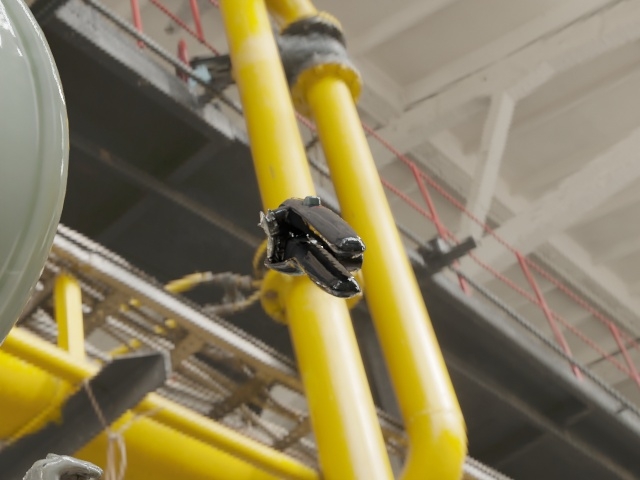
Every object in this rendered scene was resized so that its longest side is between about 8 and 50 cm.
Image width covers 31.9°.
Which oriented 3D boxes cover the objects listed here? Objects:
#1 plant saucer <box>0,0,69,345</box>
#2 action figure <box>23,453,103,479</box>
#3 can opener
[{"bbox_3d":[-0.346,-0.051,0.606,0.401,0.400,0.100,-13,-22,-2],"label":"plant saucer"},{"bbox_3d":[-0.108,0.196,0.547,0.276,0.141,0.164,-7,-39,-13],"label":"action figure"},{"bbox_3d":[0.000,0.000,0.748,0.073,0.186,0.059,-4,-85,-9],"label":"can opener"}]
